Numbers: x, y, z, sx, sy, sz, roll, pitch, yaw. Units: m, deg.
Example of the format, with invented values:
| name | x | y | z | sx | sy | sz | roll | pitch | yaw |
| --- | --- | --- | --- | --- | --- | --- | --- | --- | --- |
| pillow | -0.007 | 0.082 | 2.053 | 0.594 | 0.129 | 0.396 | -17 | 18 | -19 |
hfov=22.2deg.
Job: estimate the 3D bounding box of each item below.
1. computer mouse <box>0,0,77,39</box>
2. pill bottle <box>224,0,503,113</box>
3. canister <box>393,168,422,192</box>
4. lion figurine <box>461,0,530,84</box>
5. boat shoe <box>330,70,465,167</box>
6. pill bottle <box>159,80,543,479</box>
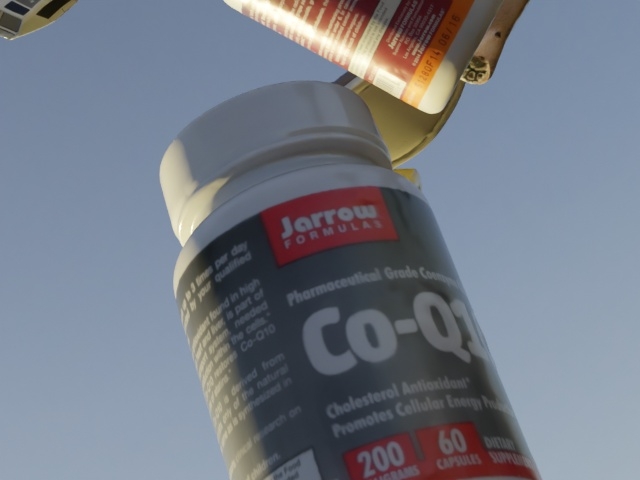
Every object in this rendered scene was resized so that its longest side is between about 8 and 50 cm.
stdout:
| name | x | y | z | sx | sy | sz | roll | pitch | yaw |
| --- | --- | --- | --- | --- | --- | --- | --- | --- | --- |
| computer mouse | -0.255 | -0.200 | 1.389 | 0.193 | 0.106 | 0.042 | -40 | -20 | -18 |
| pill bottle | 0.008 | -0.184 | 1.063 | 0.121 | 0.221 | 0.121 | -61 | -1 | -2 |
| canister | 0.000 | 0.000 | 1.372 | 0.073 | 0.170 | 0.126 | -61 | -32 | -67 |
| lion figurine | 0.190 | -0.259 | 1.187 | 0.142 | 0.392 | 0.240 | 52 | -137 | -28 |
| boat shoe | 0.019 | -0.102 | 1.611 | 0.117 | 0.096 | 0.324 | 23 | -56 | -29 |
| pill bottle | 0.009 | 0.059 | 0.928 | 0.161 | 0.283 | 0.161 | -16 | -28 | -9 |
